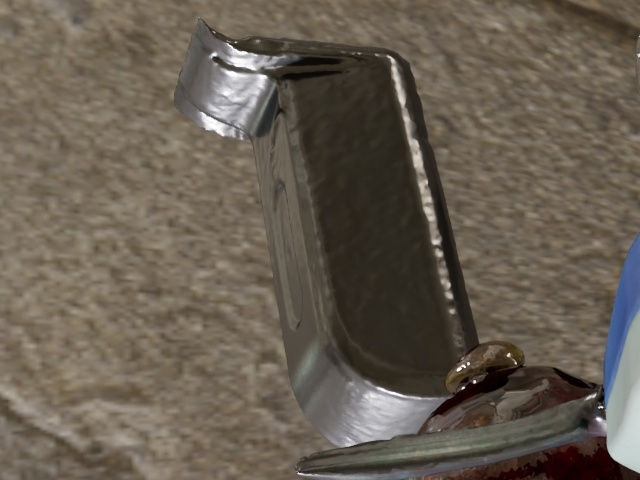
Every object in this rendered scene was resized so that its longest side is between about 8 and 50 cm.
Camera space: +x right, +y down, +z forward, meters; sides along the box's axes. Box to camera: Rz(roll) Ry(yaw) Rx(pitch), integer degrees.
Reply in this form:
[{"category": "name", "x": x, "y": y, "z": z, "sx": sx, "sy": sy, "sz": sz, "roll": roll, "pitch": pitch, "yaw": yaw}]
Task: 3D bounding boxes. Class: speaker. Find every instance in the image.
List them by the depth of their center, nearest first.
[{"category": "speaker", "x": 0.000, "y": 0.000, "z": 1.654, "sx": 0.180, "sy": 0.184, "sz": 0.388, "roll": 114, "pitch": 149, "yaw": -56}]

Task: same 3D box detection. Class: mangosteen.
[{"category": "mangosteen", "x": 0.110, "y": 0.129, "z": 1.068, "sx": 0.152, "sy": 0.152, "sz": 0.152, "roll": -2, "pitch": 86, "yaw": 28}]

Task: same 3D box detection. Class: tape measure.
[{"category": "tape measure", "x": 0.163, "y": 0.046, "z": 0.837, "sx": 0.351, "sy": 0.215, "sz": 0.097, "roll": 1, "pitch": 58, "yaw": 1}]

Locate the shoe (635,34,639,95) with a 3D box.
[{"category": "shoe", "x": 0.378, "y": -0.210, "z": 1.586, "sx": 0.293, "sy": 0.149, "sz": 0.109, "roll": 119, "pitch": 143, "yaw": -55}]
